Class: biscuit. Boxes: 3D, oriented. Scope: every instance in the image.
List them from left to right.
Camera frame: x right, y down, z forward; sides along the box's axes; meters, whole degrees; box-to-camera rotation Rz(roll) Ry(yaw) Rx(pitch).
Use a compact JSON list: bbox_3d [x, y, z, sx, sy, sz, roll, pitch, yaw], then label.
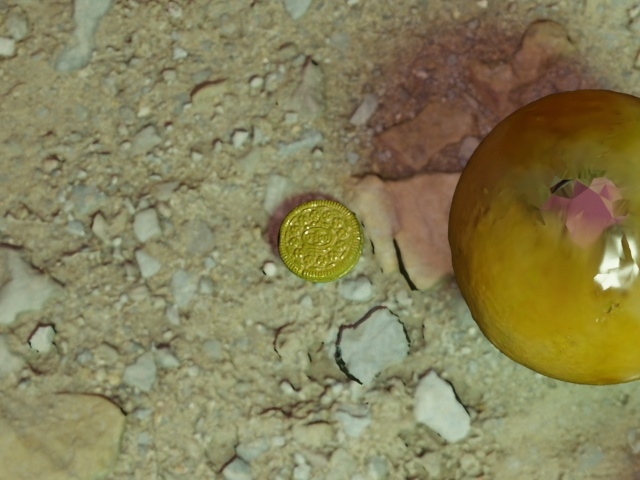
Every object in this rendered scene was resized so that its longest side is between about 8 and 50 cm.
[{"bbox_3d":[0.000,0.000,1.873,0.084,0.023,0.084,-4,71,11],"label":"biscuit"}]

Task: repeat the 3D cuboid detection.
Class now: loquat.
[{"bbox_3d":[0.239,-0.003,1.704,0.263,0.263,0.263,-4,70,11],"label":"loquat"}]
